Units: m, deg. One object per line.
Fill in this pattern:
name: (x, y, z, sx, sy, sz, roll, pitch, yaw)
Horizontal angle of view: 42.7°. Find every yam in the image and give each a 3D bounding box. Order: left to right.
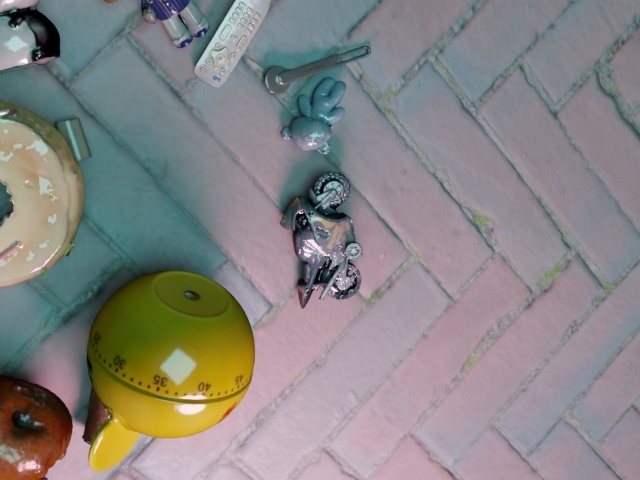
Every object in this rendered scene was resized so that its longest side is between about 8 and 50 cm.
yam: (-0.464, 0.373, 1.764, 0.084, 0.084, 0.127, 10, 98, -22)

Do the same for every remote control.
remote control: (-0.186, -0.435, 1.724, 0.073, 0.044, 0.229, 28, 99, -29)

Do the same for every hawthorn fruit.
hawthorn fruit: (-0.633, 0.389, 1.622, 0.262, 0.258, 0.258, 22, 93, 13)

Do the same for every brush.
brush: (-0.005, -0.384, 1.815, 0.266, 0.027, 0.062, -22, 108, -20)

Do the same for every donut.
donut: (-0.609, -0.083, 1.557, 0.307, 0.150, 0.371, 10, 106, -27)

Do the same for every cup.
cup: (-0.506, -0.201, 1.651, 0.054, 0.075, 0.083, -30, 112, -53)

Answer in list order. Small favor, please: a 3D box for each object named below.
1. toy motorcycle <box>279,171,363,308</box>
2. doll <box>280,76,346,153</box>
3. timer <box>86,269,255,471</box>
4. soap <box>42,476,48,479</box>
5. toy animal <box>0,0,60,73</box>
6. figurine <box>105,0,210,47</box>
toy motorcycle: (0.000, 0.000, 1.856, 0.173, 0.108, 0.307, -10, 106, -10)
doll: (-0.004, -0.275, 1.820, 0.120, 0.075, 0.179, 23, 69, 13)
timer: (-0.317, 0.264, 1.672, 0.376, 0.376, 0.387, 10, 114, -23)
soap: (-0.594, 0.625, 1.744, 0.065, 0.122, 0.203, -10, 105, -18)
toy animal: (-0.594, -0.423, 1.501, 0.187, 0.165, 0.235, -15, 109, 0)
figurine: (-0.318, -0.521, 1.614, 0.274, 0.133, 0.194, 30, 113, -29)
